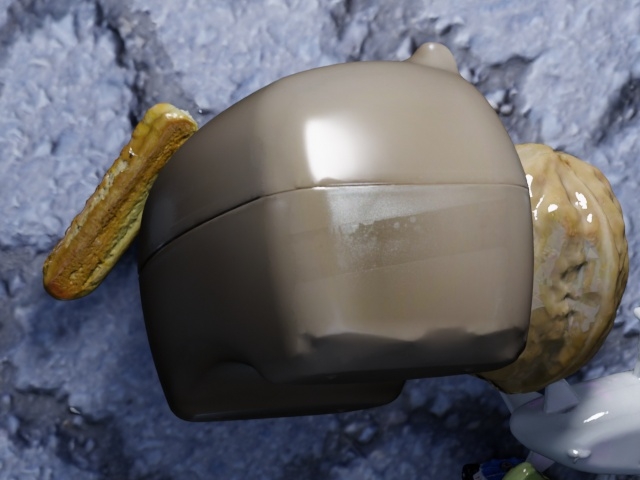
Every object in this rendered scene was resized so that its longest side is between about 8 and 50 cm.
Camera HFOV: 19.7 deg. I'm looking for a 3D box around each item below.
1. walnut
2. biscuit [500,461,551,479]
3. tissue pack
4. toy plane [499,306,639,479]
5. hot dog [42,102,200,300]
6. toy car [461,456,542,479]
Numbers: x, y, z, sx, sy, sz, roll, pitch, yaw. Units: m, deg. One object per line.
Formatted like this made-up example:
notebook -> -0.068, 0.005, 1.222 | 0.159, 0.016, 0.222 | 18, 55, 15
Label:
walnut -> 0.193, 0.027, 1.726 | 0.198, 0.198, 0.245 | 5, 104, -14
biscuit -> 0.255, 0.318, 1.890 | 0.099, 0.038, 0.322 | -54, 137, -4
tissue pack -> 0.000, 0.000, 1.561 | 0.267, 0.387, 0.276 | -5, 79, -23
toy plane -> 0.306, 0.176, 1.847 | 0.252, 0.118, 0.252 | -9, 127, -12
hot dog -> -0.184, -0.035, 1.697 | 0.066, 0.047, 0.215 | 24, 107, -35
toy car -> 0.188, 0.307, 1.911 | 0.080, 0.070, 0.170 | -3, 113, -11
